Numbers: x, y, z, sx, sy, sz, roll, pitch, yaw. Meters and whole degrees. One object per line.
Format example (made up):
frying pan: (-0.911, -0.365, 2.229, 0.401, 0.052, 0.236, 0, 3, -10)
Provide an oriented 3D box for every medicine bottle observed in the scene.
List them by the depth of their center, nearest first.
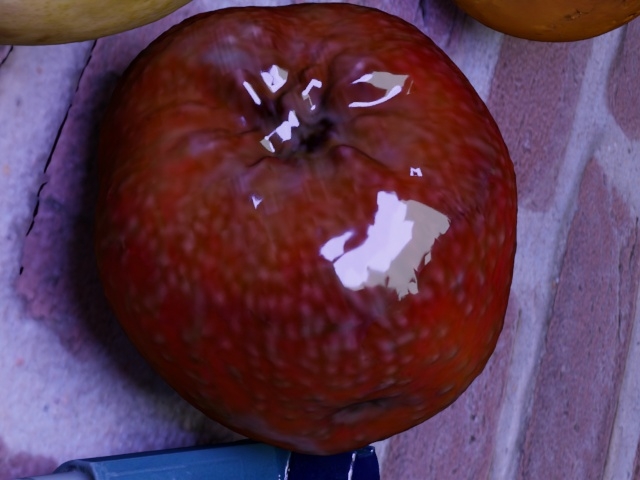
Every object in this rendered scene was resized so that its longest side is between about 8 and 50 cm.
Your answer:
medicine bottle: (-0.081, 0.172, 0.853, 0.258, 0.124, 0.079, 3, 89, -47)

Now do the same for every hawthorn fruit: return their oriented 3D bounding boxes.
hawthorn fruit: (0.000, 0.000, 0.849, 0.275, 0.275, 0.299, -63, 140, -30)

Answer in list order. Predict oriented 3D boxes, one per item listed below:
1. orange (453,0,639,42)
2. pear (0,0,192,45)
orange: (0.195, -0.286, 1.099, 0.246, 0.246, 0.246, 3, 86, -49)
pear: (-0.141, -0.243, 0.658, 0.314, 0.314, 0.314, 3, 86, -49)
